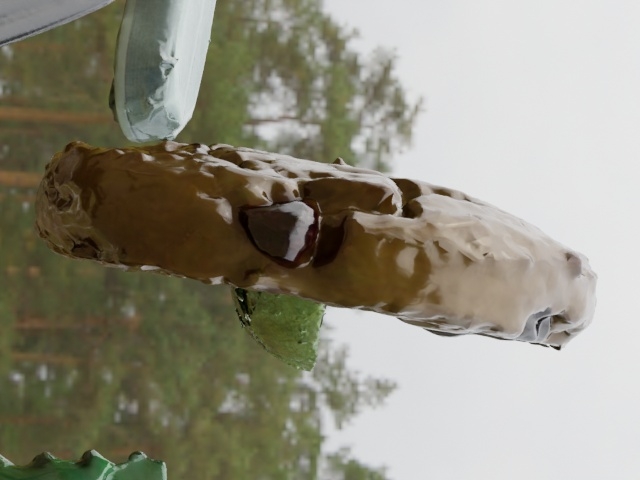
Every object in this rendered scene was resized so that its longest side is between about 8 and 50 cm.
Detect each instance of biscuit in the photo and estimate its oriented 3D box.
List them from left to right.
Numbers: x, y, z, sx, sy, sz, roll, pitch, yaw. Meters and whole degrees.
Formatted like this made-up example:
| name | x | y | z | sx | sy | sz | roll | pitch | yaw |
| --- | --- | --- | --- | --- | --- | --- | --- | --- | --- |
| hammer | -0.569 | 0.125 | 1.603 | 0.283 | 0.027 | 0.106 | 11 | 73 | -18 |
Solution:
| name | x | y | z | sx | sy | sz | roll | pitch | yaw |
| --- | --- | --- | --- | --- | --- | --- | --- | --- | --- |
| biscuit | 0.000 | -0.002 | 0.678 | 0.296 | 0.295 | 0.075 | -179 | -80 | -71 |

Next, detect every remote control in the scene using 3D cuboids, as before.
| name | x | y | z | sx | sy | sz | roll | pitch | yaw |
| --- | --- | --- | --- | --- | --- | --- | --- | --- | --- |
| remote control | -0.108 | -0.189 | 1.020 | 0.104 | 0.052 | 0.247 | 68 | 29 | -70 |

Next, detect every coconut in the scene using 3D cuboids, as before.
| name | x | y | z | sx | sy | sz | roll | pitch | yaw |
| --- | --- | --- | --- | --- | --- | --- | --- | --- | --- |
| coconut | -0.034 | 0.034 | 1.059 | 0.133 | 0.055 | 0.158 | 3 | -70 | 65 |

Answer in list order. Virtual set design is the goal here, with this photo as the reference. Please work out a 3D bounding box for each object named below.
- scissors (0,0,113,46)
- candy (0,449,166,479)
| name | x | y | z | sx | sy | sz | roll | pitch | yaw |
| --- | --- | --- | --- | --- | --- | --- | --- | --- | --- |
| scissors | -0.173 | -0.096 | 0.644 | 0.017 | 0.220 | 0.088 | -4 | -72 | 46 |
| candy | -0.214 | 0.314 | 0.732 | 0.172 | 0.262 | 0.398 | 146 | -55 | -69 |
